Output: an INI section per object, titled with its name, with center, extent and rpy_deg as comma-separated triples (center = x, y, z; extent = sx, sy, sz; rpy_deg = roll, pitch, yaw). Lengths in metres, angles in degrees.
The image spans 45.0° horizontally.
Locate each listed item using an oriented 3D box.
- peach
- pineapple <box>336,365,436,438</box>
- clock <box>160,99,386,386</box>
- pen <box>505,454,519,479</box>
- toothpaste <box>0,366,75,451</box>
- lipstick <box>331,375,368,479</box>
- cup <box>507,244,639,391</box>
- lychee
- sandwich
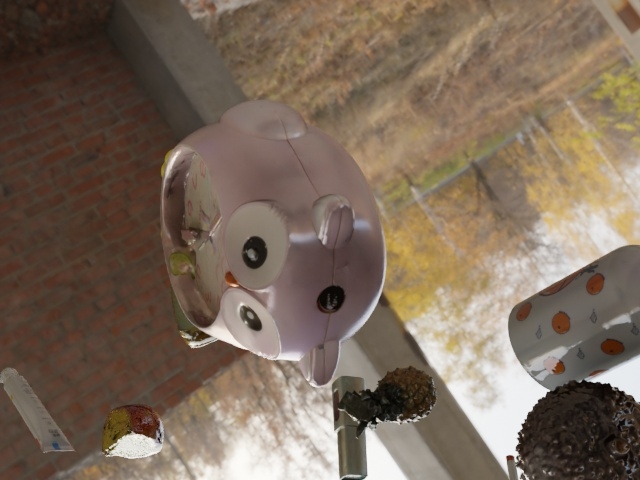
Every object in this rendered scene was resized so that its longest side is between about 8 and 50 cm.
[peach]
center = -0.393, 0.391, 1.619
extent = 0.127, 0.092, 0.172
rpy_deg = 2, 143, -11
[pineapple]
center = 0.137, 0.335, 1.612
extent = 0.128, 0.128, 0.248
rpy_deg = -37, 160, 34
[clock]
center = -0.052, -0.001, 1.084
extent = 0.251, 0.368, 0.377
rpy_deg = -7, -155, -28
[pen]
center = 0.498, 0.644, 1.960
extent = 0.026, 0.026, 0.218
rpy_deg = -36, -148, 29
[toothpaste]
center = -0.408, 0.240, 1.095
extent = 0.048, 0.190, 0.031
rpy_deg = 17, 104, -49
[lipstick]
center = 0.077, 0.474, 1.948
extent = 0.078, 0.252, 0.079
rpy_deg = 10, 147, -20
[cup]
center = 0.564, 0.153, 1.544
extent = 0.212, 0.212, 0.317
rpy_deg = -31, 173, -45
[lychee]
center = 0.493, 0.410, 1.421
extent = 0.300, 0.300, 0.300
rpy_deg = -34, 176, -2
[sandwich]
center = -0.241, 0.135, 1.929
extent = 0.251, 0.226, 0.087
rpy_deg = -20, 143, 6
